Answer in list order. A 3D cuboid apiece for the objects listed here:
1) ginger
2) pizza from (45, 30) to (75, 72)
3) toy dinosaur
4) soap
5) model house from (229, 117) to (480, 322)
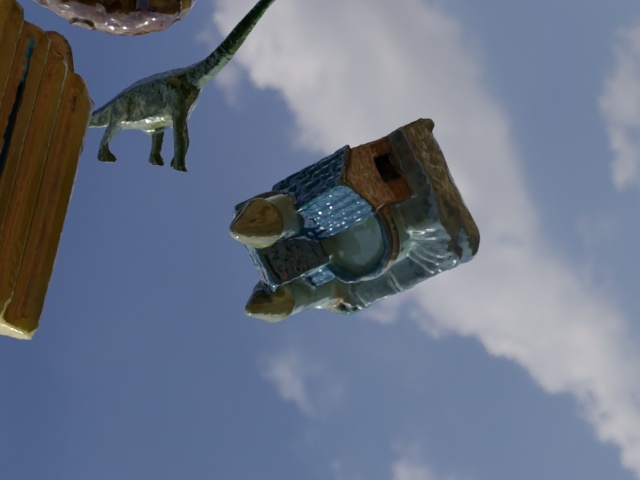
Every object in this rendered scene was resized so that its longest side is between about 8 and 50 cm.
[{"bbox_3d":[-0.321,-0.372,1.941,0.321,0.165,0.172,14,-166,-17],"label":"ginger"},{"bbox_3d":[-0.394,-0.186,1.762,0.193,0.053,0.201,19,-125,3],"label":"pizza"},{"bbox_3d":[-0.230,-0.256,2.151,0.087,0.447,0.301,-10,-73,-62],"label":"toy dinosaur"},{"bbox_3d":[-0.351,-0.072,1.541,0.204,0.096,0.325,53,-139,-56],"label":"soap"},{"bbox_3d":[0.000,0.000,1.815,0.325,0.267,0.194,-16,-99,-56],"label":"model house"}]
